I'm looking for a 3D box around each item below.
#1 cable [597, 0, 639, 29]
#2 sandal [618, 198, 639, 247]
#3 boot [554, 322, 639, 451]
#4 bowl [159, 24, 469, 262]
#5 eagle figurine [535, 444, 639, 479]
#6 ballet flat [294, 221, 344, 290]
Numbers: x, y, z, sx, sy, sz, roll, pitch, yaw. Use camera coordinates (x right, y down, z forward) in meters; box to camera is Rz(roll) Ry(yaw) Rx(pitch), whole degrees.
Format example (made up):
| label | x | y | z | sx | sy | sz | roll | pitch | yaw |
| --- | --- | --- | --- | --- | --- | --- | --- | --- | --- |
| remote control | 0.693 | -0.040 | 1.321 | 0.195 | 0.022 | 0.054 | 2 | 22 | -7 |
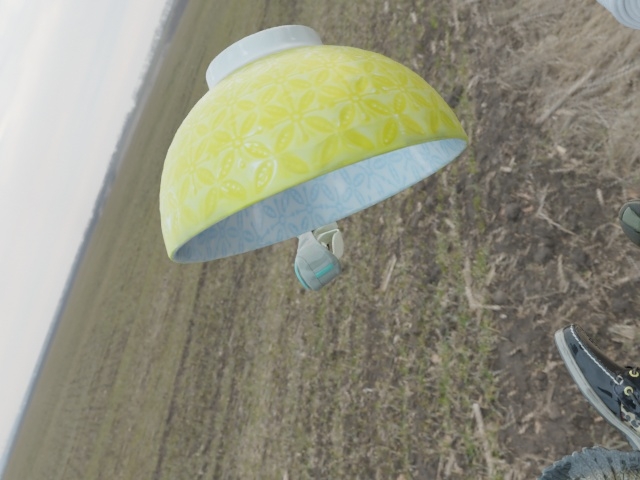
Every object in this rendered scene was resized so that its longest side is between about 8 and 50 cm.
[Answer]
| label | x | y | z | sx | sy | sz | roll | pitch | yaw |
| --- | --- | --- | --- | --- | --- | --- | --- | --- | --- |
| cable | 0.510 | -0.400 | 0.877 | 0.257 | 0.257 | 0.089 | -42 | 51 | 42 |
| sandal | 0.578 | -0.019 | 0.995 | 0.060 | 0.219 | 0.090 | -62 | -22 | -46 |
| boot | 0.638 | 0.246 | 1.136 | 0.284 | 0.138 | 0.377 | -46 | 67 | 26 |
| bowl | -0.026 | -0.101 | 0.597 | 0.289 | 0.289 | 0.156 | -33 | 77 | 60 |
| eagle figurine | 0.477 | 0.397 | 0.874 | 0.226 | 0.298 | 0.225 | -167 | 72 | -68 |
| ballet flat | 0.000 | 0.000 | 0.901 | 0.068 | 0.072 | 0.213 | -33 | 23 | 11 |
